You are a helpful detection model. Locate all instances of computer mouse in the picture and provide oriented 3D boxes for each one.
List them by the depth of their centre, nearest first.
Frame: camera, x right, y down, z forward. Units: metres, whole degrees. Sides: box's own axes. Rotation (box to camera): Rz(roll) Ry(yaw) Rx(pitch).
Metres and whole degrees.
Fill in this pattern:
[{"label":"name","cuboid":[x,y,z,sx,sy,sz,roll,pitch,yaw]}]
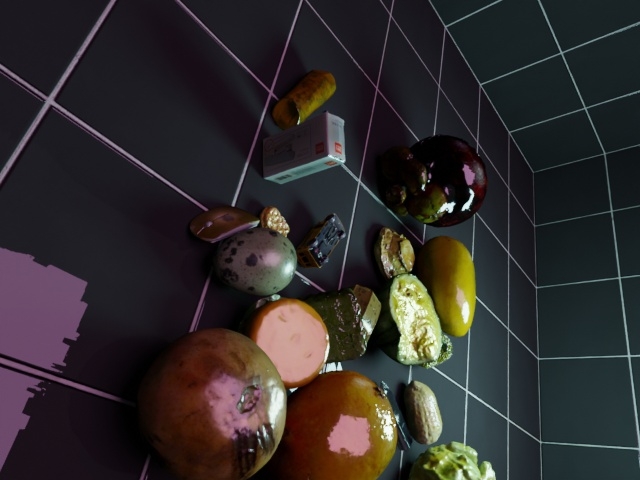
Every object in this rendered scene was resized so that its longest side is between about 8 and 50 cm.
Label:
[{"label":"computer mouse","cuboid":[-0.244,-0.049,1.273,0.199,0.102,0.045,-24,137,-51]}]

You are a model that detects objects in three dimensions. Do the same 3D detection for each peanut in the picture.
[{"label":"peanut","cuboid":[0.372,0.627,1.808,0.129,0.129,0.224,5,74,-50]}]

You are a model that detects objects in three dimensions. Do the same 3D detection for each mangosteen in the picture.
[{"label":"mangosteen","cuboid":[0.450,-0.234,1.998,0.381,0.421,0.381,172,-90,-88]}]

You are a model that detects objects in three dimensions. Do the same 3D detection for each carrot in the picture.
[{"label":"carrot","cuboid":[-0.048,-0.472,1.623,0.114,0.114,0.302,58,44,-22]}]

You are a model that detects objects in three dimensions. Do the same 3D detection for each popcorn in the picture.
[{"label":"popcorn","cuboid":[0.436,0.852,1.692,0.335,0.274,0.279,0,44,-11]}]

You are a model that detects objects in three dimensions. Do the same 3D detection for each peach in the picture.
[{"label":"peach","cuboid":[0.020,0.509,1.258,0.372,0.373,0.290,0,41,-51]}]

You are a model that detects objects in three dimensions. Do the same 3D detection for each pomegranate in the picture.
[{"label":"pomegranate","cuboid":[-0.221,0.343,1.029,0.322,0.322,0.322,19,65,-47]}]

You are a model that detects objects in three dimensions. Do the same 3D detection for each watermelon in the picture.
[{"label":"watermelon","cuboid":[0.274,0.284,1.739,0.331,0.189,0.331,39,38,-40]}]

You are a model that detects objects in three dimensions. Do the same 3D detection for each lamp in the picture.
[{"label":"lamp","cuboid":[0.103,0.240,1.562,0.161,0.161,0.185,58,35,-22]}]

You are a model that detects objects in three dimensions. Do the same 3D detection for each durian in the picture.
[{"label":"durian","cuboid":[0.418,0.410,1.901,0.198,0.159,0.146,37,20,-52]}]

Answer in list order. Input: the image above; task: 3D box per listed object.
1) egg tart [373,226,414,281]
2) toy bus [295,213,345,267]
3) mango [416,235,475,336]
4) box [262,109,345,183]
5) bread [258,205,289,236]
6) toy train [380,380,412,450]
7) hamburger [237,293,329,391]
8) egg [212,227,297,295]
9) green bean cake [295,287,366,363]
[{"label":"egg tart","cuboid":[0.294,0.058,1.897,0.241,0.105,0.241,25,59,-50]},{"label":"toy bus","cuboid":[0.000,0.000,1.558,0.083,0.088,0.194,58,44,-22]},{"label":"mango","cuboid":[0.508,0.177,1.976,0.300,0.232,0.446,68,19,-44]},{"label":"box","cuboid":[-0.051,-0.264,1.426,0.079,0.269,0.135,11,73,-48]},{"label":"bread","cuboid":[-0.136,-0.046,1.437,0.111,0.044,0.083,56,44,-28]},{"label":"toy train","cuboid":[0.249,0.608,1.723,0.055,0.048,0.252,-29,97,-61]},{"label":"hamburger","cuboid":[-0.106,0.265,1.270,0.246,0.170,0.246,10,70,-27]},{"label":"egg","cuboid":[-0.168,0.056,1.265,0.228,0.177,0.177,-3,82,-35]},{"label":"green bean cake","cuboid":[0.018,0.245,1.409,0.113,0.214,0.200,56,25,-85]}]
